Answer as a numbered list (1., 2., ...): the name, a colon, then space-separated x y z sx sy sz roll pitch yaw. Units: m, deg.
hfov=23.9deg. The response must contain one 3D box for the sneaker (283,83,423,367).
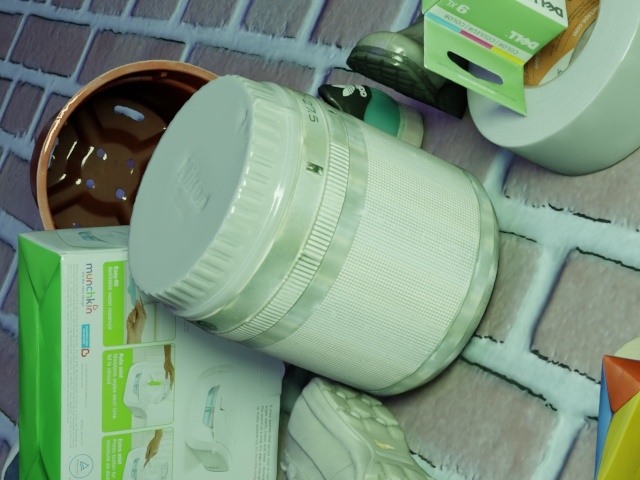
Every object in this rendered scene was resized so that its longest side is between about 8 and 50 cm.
1. sneaker: -0.018 -0.020 1.512 0.302 0.121 0.108 -64 31 9

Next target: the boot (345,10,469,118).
1. boot: 0.106 -0.206 1.357 0.083 0.246 0.161 24 96 17

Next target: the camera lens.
1. camera lens: 0.000 0.000 1.310 0.219 0.274 0.219 -38 40 41

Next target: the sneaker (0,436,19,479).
1. sneaker: -0.260 0.271 1.696 0.350 0.131 0.148 -40 35 39

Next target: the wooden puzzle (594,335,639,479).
1. wooden puzzle: 0.228 0.153 0.917 0.348 0.080 0.322 121 160 -65

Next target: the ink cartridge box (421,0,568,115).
1. ink cartridge box: 0.142 -0.218 1.252 0.062 0.109 0.209 -38 40 42

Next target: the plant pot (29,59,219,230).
1. plant pot: -0.218 -0.071 1.768 0.272 0.272 0.265 -68 21 -3

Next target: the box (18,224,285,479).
1. box: -0.161 0.121 1.453 0.126 0.231 0.262 19 111 57

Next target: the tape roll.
1. tape roll: 0.220 -0.167 1.273 0.219 0.072 0.219 -39 38 40

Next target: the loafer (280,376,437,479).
1. loafer: 0.040 0.229 1.264 0.111 0.112 0.319 -65 21 14
